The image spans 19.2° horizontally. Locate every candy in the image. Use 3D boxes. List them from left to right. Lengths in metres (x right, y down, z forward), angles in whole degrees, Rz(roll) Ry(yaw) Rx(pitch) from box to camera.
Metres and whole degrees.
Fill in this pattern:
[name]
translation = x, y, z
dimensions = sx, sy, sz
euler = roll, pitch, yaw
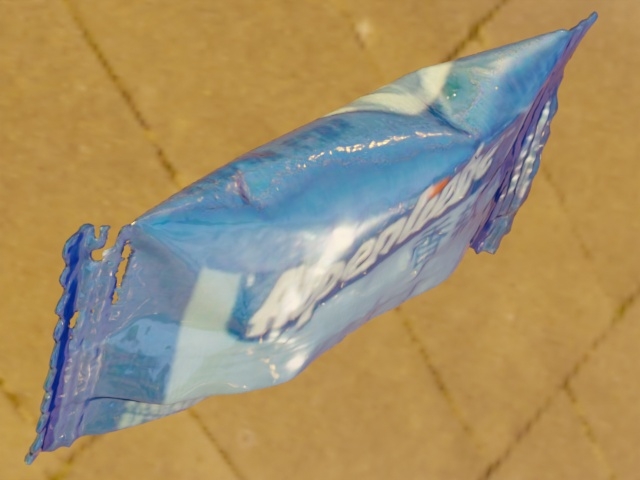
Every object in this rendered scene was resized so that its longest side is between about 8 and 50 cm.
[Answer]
[candy]
translation = 0.000, 0.000, 0.918
dimensions = 0.331, 0.077, 0.187
euler = -28, 153, -35
